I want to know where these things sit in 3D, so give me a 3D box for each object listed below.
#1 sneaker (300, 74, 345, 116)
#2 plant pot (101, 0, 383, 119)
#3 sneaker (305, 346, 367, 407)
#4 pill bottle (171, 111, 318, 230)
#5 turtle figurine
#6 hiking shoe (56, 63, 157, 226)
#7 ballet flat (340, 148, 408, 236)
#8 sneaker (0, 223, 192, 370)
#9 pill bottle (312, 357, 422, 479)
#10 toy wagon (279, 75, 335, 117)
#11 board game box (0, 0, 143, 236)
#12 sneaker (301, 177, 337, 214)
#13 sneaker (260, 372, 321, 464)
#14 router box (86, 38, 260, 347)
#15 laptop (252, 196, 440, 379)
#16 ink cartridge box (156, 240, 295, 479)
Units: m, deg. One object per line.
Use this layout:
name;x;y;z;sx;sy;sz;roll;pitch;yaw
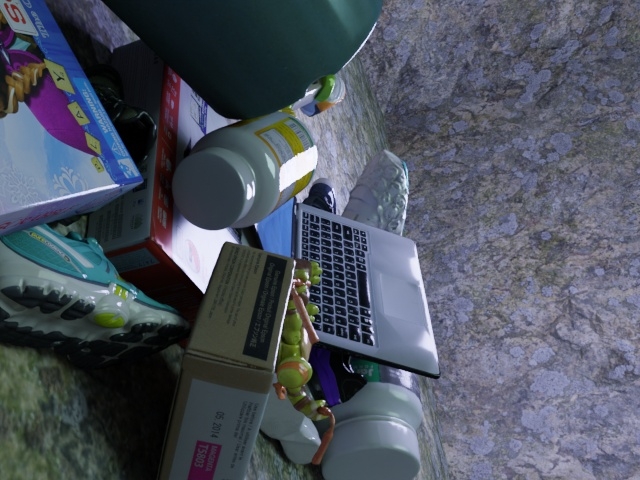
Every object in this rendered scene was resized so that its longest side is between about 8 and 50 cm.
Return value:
sneaker;-0.029;-0.341;1.408;0.121;0.099;0.262;51;18;-41
plant pot;-0.117;-0.336;0.816;0.334;0.341;0.341;49;27;-38
sneaker;0.002;0.141;1.288;0.102;0.146;0.293;41;28;-68
pill bottle;-0.087;-0.082;0.880;0.208;0.117;0.118;-46;120;-65
turtle figurine;-0.034;0.134;0.956;0.217;0.087;0.270;-90;172;-63
hiking shoe;-0.216;-0.111;0.777;0.086;0.114;0.227;62;18;-45
ballet flat;0.093;0.012;1.589;0.147;0.146;0.409;-59;157;-72
sneaker;-0.206;0.046;0.688;0.275;0.107;0.110;50;19;-61
pill bottle;0.082;0.264;1.393;0.361;0.204;0.204;-93;162;-44
toy wagon;-0.106;-0.300;1.215;0.267;0.068;0.344;14;45;-28
board game box;-0.286;-0.150;0.512;0.319;0.065;0.318;61;15;-5
sneaker;-0.002;-0.001;1.621;0.163;0.086;0.226;-64;146;-57
sneaker;-0.056;0.257;1.150;0.094;0.080;0.212;-108;180;-47
router box;-0.169;-0.046;0.966;0.301;0.082;0.336;58;21;-51
laptop;0.039;-0.028;1.236;0.382;0.407;0.236;-90;-158;-55
ink cartridge box;-0.101;0.151;0.783;0.193;0.088;0.235;-84;-170;-58
